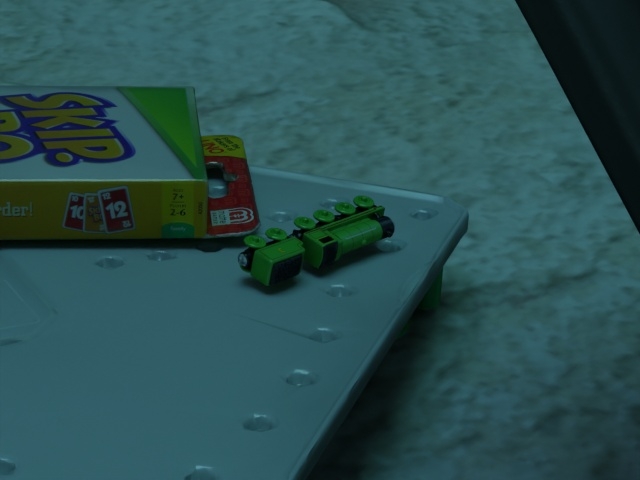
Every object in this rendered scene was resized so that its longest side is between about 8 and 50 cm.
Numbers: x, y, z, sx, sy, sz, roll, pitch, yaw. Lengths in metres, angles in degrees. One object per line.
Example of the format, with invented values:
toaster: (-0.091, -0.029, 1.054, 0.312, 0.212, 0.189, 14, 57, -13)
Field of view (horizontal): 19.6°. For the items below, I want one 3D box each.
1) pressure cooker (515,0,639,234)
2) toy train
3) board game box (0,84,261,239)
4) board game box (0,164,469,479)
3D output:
pressure cooker: (0.293, -0.026, 0.564, 0.370, 0.420, 0.375, -24, 11, 23)
toy train: (0.000, 0.000, 0.777, 0.024, 0.017, 0.083, 33, 36, 33)
board game box: (-0.159, -0.036, 0.828, 0.259, 0.039, 0.124, 2, 24, -8)
board game box: (-0.173, 0.044, 0.743, 0.390, 0.050, 0.390, 9, 24, 15)
